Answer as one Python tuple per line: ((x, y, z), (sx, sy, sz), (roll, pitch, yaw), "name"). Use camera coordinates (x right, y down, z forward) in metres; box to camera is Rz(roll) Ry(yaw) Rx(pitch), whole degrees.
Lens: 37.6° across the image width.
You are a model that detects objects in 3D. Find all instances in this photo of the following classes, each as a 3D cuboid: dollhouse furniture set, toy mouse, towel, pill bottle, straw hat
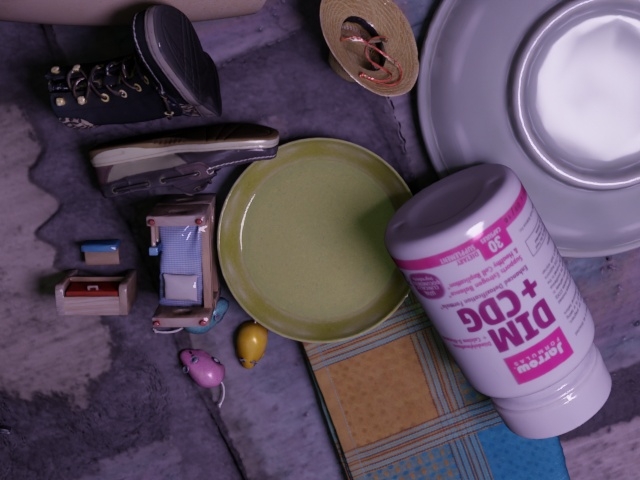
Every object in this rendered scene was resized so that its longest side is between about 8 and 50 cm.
((-0.215, 0.022, 1.085), (0.184, 0.129, 0.129), (-1, 104, 0), "dollhouse furniture set")
((-0.139, 0.128, 1.162), (0.143, 0.031, 0.161), (14, 103, -4), "toy mouse")
((0.140, 0.198, 1.180), (0.272, 0.040, 0.370), (-19, 101, 3), "towel")
((0.204, 0.071, 1.044), (0.160, 0.160, 0.283), (-31, 109, 7), "pill bottle")
((0.040, -0.215, 1.061), (0.144, 0.144, 0.061), (46, 142, -10), "straw hat")

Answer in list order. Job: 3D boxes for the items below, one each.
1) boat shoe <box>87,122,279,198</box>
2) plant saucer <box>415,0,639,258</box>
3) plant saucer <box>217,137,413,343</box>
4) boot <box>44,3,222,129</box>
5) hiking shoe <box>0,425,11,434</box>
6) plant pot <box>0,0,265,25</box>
((-0.154, -0.089, 1.089), (0.224, 0.080, 0.073), (-5, 109, 6), "boat shoe")
((0.310, -0.167, 1.051), (0.401, 0.100, 0.400), (0, 102, 0), "plant saucer")
((0.000, 0.000, 1.111), (0.241, 0.037, 0.240), (0, 92, 4), "plant saucer")
((-0.210, -0.171, 0.994), (0.179, 0.236, 0.085), (-6, 82, 6), "boot")
((-0.467, 0.155, 1.151), (0.114, 0.086, 0.226), (-22, 109, -9), "hiking shoe")
((-0.184, -0.325, 0.960), (0.274, 0.256, 0.256), (9, 104, -19), "plant pot")
